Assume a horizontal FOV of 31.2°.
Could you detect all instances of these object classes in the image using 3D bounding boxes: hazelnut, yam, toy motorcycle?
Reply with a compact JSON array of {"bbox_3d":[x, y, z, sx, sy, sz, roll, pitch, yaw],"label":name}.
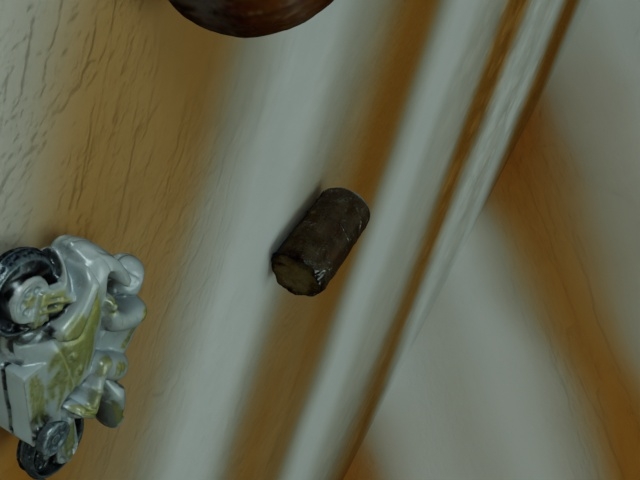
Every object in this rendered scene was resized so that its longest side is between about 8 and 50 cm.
[{"bbox_3d":[-0.051,-0.203,0.744,0.143,0.143,0.154,-63,158,-6],"label":"hazelnut"},{"bbox_3d":[0.000,0.001,1.380,0.141,0.079,0.079,-55,163,-39],"label":"yam"},{"bbox_3d":[-0.181,0.073,0.836,0.151,0.074,0.229,-47,149,-38],"label":"toy motorcycle"}]
